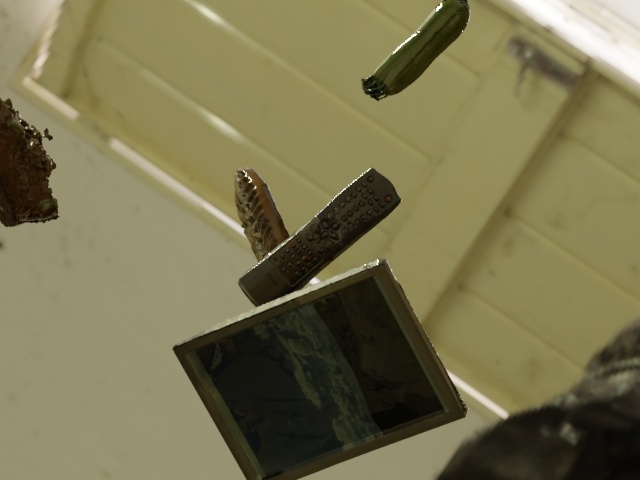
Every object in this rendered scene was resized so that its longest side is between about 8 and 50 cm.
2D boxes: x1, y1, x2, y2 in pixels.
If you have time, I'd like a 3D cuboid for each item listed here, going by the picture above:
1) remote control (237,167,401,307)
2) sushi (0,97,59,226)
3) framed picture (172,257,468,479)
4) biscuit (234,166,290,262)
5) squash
[{"bbox_3d":[0.000,0.000,1.585,0.212,0.059,0.028,-39,-8,-14],"label":"remote control"},{"bbox_3d":[-0.218,-0.060,0.992,0.060,0.061,0.118,-41,-39,-28],"label":"sushi"},{"bbox_3d":[-0.002,0.141,1.442,0.260,0.189,0.023,-23,13,22],"label":"framed picture"},{"bbox_3d":[-0.075,-0.011,1.814,0.031,0.176,0.228,-17,-3,-11],"label":"biscuit"},{"bbox_3d":[0.127,-0.246,1.821,0.183,0.052,0.052,-45,-10,-9],"label":"squash"}]
